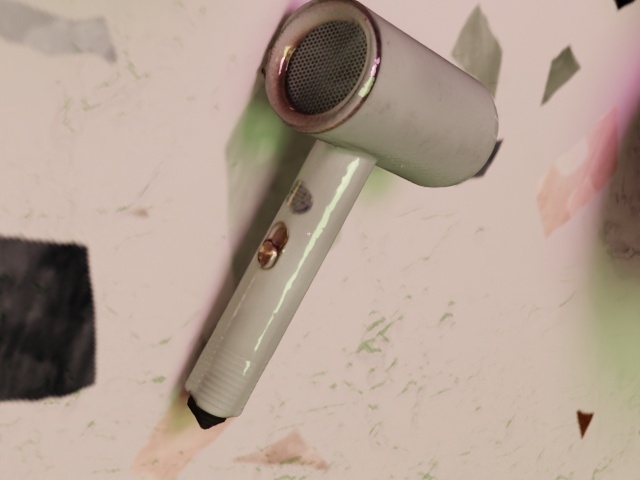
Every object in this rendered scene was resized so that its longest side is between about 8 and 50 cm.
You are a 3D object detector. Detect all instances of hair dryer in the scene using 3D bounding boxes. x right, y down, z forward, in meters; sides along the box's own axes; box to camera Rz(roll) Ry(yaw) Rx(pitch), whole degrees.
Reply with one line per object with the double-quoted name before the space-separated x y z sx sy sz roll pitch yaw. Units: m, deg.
"hair dryer" 0.000 0.000 0.795 0.131 0.073 0.236 23 94 -50
